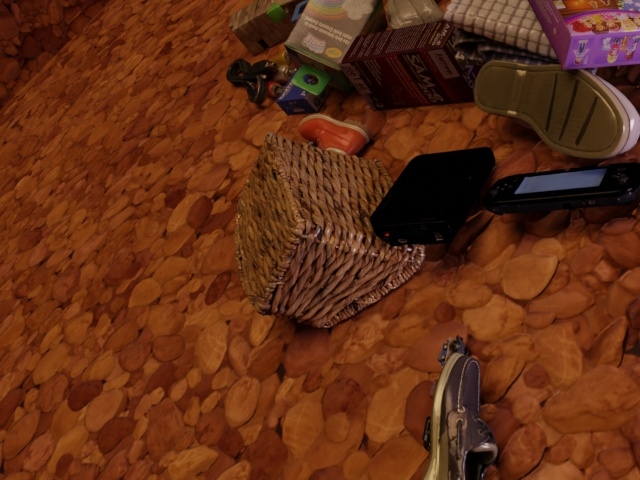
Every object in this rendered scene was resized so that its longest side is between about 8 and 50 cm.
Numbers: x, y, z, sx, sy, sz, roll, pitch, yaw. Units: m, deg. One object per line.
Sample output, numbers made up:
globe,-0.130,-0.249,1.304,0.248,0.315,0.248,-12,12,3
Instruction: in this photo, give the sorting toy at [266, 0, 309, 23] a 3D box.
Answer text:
sorting toy,-0.015,-0.622,1.774,0.196,0.047,0.347,-3,52,42

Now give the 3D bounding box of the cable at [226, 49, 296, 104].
cable,-0.145,-0.367,1.819,0.287,0.072,0.139,9,77,61

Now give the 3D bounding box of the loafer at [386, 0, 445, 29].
loafer,0.184,-0.504,1.584,0.111,0.112,0.319,-24,48,17

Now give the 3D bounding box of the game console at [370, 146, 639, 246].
game console,0.257,-0.074,1.088,0.361,0.044,0.213,-4,32,32

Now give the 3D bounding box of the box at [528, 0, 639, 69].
box,0.443,-0.321,1.056,0.293,0.057,0.201,-5,48,-3

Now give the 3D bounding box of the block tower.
block tower,-0.062,-0.562,1.882,0.335,0.097,0.091,-23,41,29

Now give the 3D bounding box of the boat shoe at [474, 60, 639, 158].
boat shoe,0.342,-0.190,1.095,0.302,0.103,0.113,47,129,55

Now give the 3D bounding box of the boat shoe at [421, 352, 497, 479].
boat shoe,0.164,0.235,0.883,0.073,0.080,0.223,-5,56,34

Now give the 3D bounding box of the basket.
basket,0.000,0.000,1.256,0.213,0.223,0.299,-64,27,29

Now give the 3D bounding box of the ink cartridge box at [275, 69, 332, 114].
ink cartridge box,-0.004,-0.359,1.659,0.097,0.046,0.207,5,57,47

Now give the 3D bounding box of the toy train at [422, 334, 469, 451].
toy train,0.154,0.189,0.977,0.036,0.027,0.158,-19,42,45

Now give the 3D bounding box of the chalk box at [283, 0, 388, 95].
chalk box,0.022,-0.380,1.531,0.132,0.132,0.213,29,87,13

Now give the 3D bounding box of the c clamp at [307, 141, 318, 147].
c clamp,-0.026,-0.135,1.474,0.137,0.022,0.160,-23,39,23

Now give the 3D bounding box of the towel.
towel,0.350,-0.381,1.228,0.235,0.121,0.283,19,66,19

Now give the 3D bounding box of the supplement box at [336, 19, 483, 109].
supplement box,0.161,-0.303,1.377,0.239,0.130,0.073,3,57,46

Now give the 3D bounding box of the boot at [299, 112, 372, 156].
boot,0.009,-0.184,1.444,0.158,0.059,0.084,16,63,39
